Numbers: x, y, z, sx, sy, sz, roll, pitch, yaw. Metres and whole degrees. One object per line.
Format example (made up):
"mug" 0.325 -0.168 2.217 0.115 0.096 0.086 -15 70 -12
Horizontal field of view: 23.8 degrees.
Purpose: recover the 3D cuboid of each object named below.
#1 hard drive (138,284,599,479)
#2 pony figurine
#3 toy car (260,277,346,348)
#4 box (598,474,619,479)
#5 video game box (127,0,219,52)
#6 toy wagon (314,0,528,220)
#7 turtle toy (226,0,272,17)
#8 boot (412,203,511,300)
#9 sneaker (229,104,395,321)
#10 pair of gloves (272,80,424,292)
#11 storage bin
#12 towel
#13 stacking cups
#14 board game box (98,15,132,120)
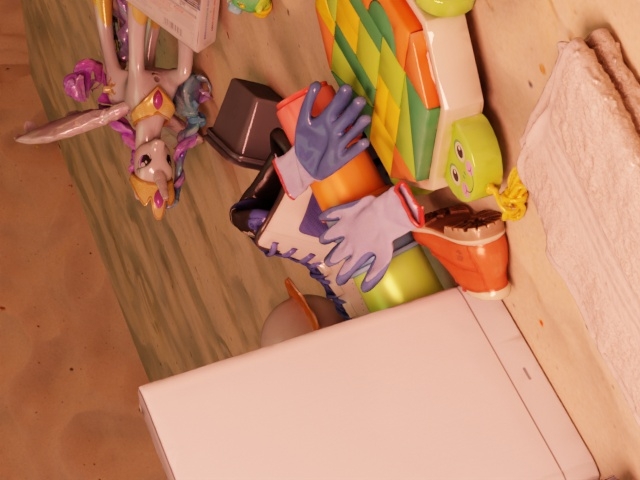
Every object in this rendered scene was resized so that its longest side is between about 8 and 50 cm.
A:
"hard drive" 0.040 0.179 1.366 0.047 0.353 0.233 94 155 -53
"pony figurine" -0.300 -0.230 2.384 0.351 0.303 0.363 18 109 61
"toy car" -0.019 0.133 1.786 0.210 0.219 0.238 -129 28 -55
"box" 0.258 0.332 1.292 0.232 0.059 0.183 63 162 17
"video game box" -0.224 -0.388 2.103 0.205 0.048 0.187 38 147 20
"toy wagon" 0.088 -0.155 1.393 0.267 0.068 0.344 94 154 -53
"turtle toy" -0.101 -0.333 1.869 0.095 0.066 0.130 111 140 -66
"boot" 0.131 0.013 1.442 0.158 0.059 0.084 26 135 68
"sneaker" 0.000 -0.001 1.648 0.127 0.182 0.315 -140 36 -66
"pair of gloves" 0.024 -0.054 1.454 0.159 0.023 0.198 -40 71 48
"storage bin" -0.083 -0.151 1.978 0.135 0.098 0.091 47 122 60
"towel" 0.226 0.001 1.111 0.187 0.049 0.282 102 148 -61
"stacking cups" 0.056 -0.010 1.519 0.316 0.096 0.096 65 165 -1
"board game box" -0.354 -0.381 2.733 0.305 0.053 0.193 101 150 -59
